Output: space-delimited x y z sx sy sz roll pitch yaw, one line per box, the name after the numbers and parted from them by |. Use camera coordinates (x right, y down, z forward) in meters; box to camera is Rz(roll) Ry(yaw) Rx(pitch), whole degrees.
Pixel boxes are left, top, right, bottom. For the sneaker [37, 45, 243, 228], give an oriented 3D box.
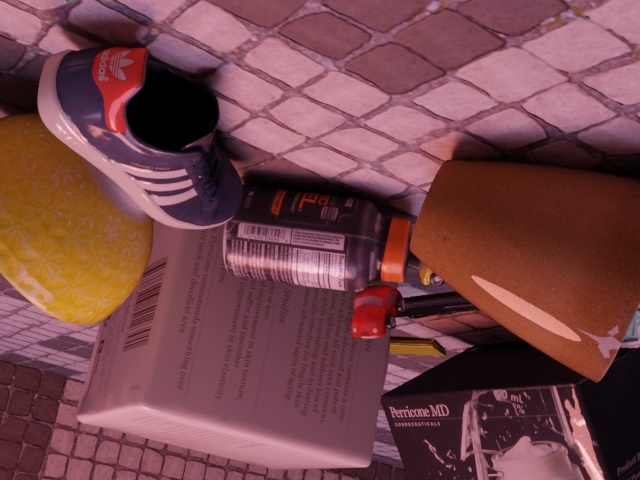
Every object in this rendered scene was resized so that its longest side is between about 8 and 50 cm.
-0.157 -0.109 1.105 0.148 0.131 0.350 -8 159 25 | sneaker

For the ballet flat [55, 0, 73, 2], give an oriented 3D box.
-0.169 -0.255 0.783 0.248 0.086 0.086 -7 154 42 | ballet flat

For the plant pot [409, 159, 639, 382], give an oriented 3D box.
0.243 0.003 1.115 0.254 0.237 0.237 23 163 12 | plant pot

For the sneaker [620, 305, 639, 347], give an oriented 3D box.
0.483 0.100 1.400 0.110 0.107 0.275 30 154 -22 | sneaker

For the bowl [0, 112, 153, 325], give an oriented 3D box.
-0.293 -0.054 1.197 0.156 0.289 0.289 -31 147 13 | bowl

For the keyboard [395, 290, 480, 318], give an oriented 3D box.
0.212 0.093 1.495 0.317 0.033 0.201 -6 169 -3 | keyboard

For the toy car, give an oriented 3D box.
0.094 0.043 1.418 0.225 0.239 0.053 22 136 55 | toy car

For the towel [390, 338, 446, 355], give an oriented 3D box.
0.139 0.221 2.035 0.237 0.021 0.102 1 164 24 | towel

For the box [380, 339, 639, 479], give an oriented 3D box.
0.421 0.427 1.690 0.297 0.471 0.480 -20 -179 -37 | box

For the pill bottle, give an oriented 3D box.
0.000 0.000 1.318 0.246 0.130 0.130 7 160 9 | pill bottle

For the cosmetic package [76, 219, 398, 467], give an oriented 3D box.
-0.135 0.176 1.580 0.394 0.329 0.327 21 157 -25 | cosmetic package
